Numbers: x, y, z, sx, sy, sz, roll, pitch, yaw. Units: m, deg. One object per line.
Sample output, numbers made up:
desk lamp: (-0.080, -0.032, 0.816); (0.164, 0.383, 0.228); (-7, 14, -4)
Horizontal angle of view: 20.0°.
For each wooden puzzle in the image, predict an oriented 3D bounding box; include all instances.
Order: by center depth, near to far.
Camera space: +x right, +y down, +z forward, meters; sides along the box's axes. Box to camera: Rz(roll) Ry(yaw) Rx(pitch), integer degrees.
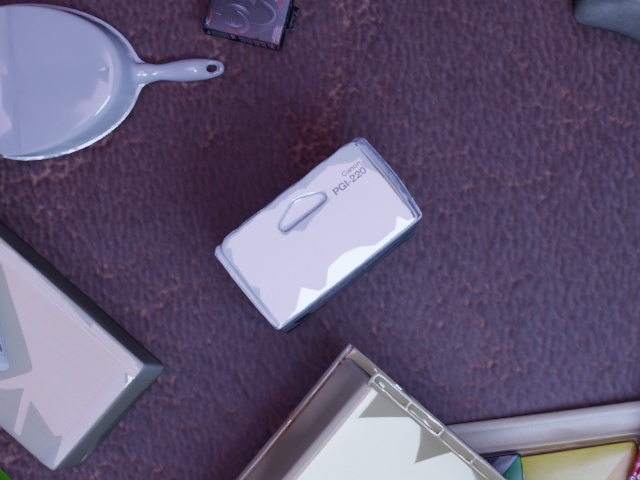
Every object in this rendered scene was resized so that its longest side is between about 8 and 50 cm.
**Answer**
wooden puzzle: (0.219, 0.265, 1.632); (0.239, 0.044, 0.221); (-8, 84, 1)

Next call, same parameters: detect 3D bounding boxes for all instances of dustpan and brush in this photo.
dustpan and brush: (-0.197, -0.154, 1.686); (0.211, 0.060, 0.147); (-5, 86, 8)

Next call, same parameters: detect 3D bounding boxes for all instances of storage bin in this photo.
storage bin: (0.047, 0.276, 1.538); (0.260, 0.123, 0.262); (41, 87, -9)

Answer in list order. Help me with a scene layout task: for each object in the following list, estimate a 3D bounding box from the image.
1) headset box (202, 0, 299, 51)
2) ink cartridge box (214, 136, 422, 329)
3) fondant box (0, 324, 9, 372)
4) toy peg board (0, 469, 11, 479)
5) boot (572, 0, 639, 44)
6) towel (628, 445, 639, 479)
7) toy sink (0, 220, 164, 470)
headset box: (-0.062, -0.215, 1.692); (0.083, 0.032, 0.062); (14, 85, 5)
ink cartridge box: (0.000, 0.000, 1.577); (0.158, 0.218, 0.092); (-38, 85, -1)
fondant box: (-0.418, -0.009, 1.538); (0.238, 0.096, 0.330); (-22, 70, 20)
toy peg board: (-0.318, 0.218, 1.606); (0.161, 0.160, 0.079); (43, 72, 5)
boot: (0.338, -0.140, 1.651); (0.246, 0.083, 0.161); (12, 91, 4)
towel: (0.377, 0.197, 1.616); (0.199, 0.031, 0.275); (22, 82, -9)
toy sink: (-0.274, 0.085, 1.613); (0.234, 0.153, 0.131); (41, 88, 4)
